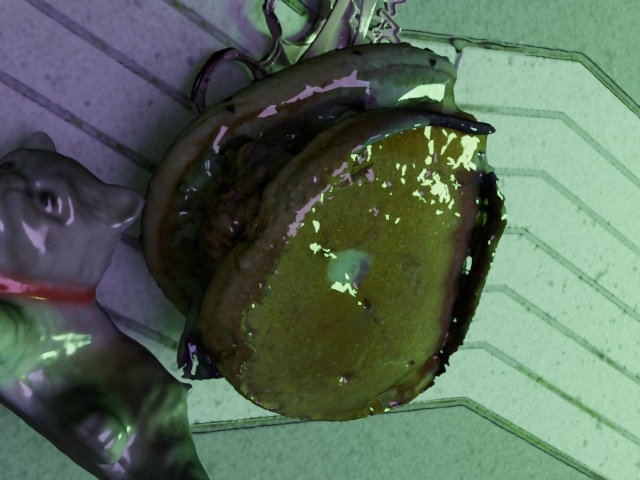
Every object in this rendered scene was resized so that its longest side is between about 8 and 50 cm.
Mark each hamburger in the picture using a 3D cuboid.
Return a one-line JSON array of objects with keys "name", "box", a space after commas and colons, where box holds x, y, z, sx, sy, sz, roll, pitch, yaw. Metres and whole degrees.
[{"name": "hamburger", "box": [0.000, 0.000, 0.936, 0.277, 0.195, 0.318, -4, 130, -31]}]

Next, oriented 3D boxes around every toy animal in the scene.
[{"name": "toy animal", "box": [-0.171, 0.071, 0.869, 0.188, 0.308, 0.266, -51, 153, -29]}]

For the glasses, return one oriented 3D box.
[{"name": "glasses", "box": [-0.001, -0.138, 1.008, 0.255, 0.095, 0.162, -49, 137, -10]}]
